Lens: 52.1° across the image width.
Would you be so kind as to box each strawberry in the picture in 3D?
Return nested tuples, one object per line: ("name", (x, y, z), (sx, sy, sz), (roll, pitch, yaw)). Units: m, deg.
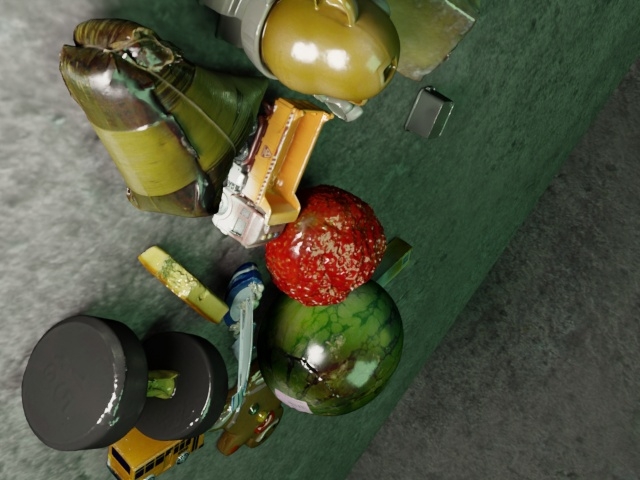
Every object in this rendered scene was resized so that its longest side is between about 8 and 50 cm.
("strawberry", (0.000, 0.000, 1.301), (0.257, 0.257, 0.277), (-52, 168, -6))

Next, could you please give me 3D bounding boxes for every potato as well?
("potato", (0.148, -0.459, 1.195), (0.264, 0.211, 0.189), (20, 149, -31))

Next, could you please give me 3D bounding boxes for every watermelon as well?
("watermelon", (0.023, 0.236, 1.544), (0.363, 0.363, 0.363), (-40, 151, -28))

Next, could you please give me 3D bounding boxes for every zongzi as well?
("zongzi", (-0.182, -0.226, 0.897), (0.289, 0.154, 0.318), (77, 34, -53))

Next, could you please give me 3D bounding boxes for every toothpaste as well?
("toothpaste", (0.146, 0.118, 1.904), (0.313, 0.071, 0.089), (-41, 153, -26))

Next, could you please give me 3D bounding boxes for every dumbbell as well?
("dumbbell", (-0.319, 0.247, 1.123), (0.204, 0.203, 0.322), (-55, 154, 2))

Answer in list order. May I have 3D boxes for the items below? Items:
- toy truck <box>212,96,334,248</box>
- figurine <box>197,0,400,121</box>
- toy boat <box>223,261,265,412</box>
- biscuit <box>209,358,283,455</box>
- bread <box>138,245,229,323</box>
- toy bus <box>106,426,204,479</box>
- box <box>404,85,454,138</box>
("toy truck", (-0.088, -0.121, 1.144), (0.114, 0.135, 0.270), (-12, 131, -55))
("figurine", (-0.019, -0.289, 0.891), (0.167, 0.285, 0.342), (-57, 152, 9))
("toy boat", (-0.162, 0.188, 1.305), (0.210, 0.070, 0.292), (150, -53, -73))
("biscuit", (-0.172, 0.478, 1.806), (0.283, 0.064, 0.432), (-44, 152, -21))
("bread", (-0.243, 0.083, 1.187), (0.049, 0.088, 0.226), (-48, 155, -9))
("toy bus", (-0.352, 0.439, 1.421), (0.201, 0.098, 0.114), (-25, 142, -43))
("box", (0.268, -0.307, 1.598), (0.084, 0.069, 0.122), (-20, 138, -52))
